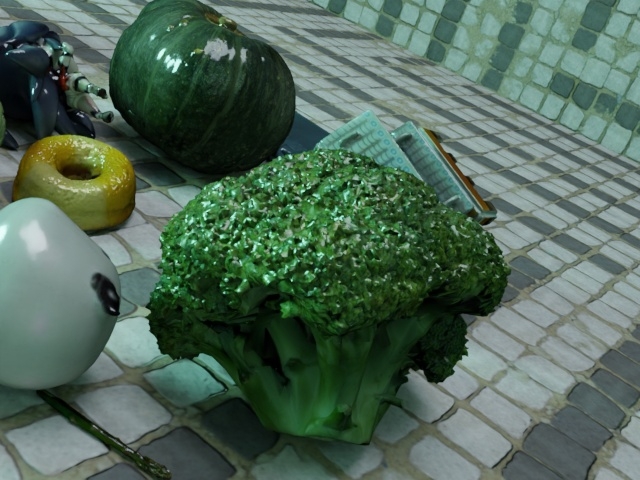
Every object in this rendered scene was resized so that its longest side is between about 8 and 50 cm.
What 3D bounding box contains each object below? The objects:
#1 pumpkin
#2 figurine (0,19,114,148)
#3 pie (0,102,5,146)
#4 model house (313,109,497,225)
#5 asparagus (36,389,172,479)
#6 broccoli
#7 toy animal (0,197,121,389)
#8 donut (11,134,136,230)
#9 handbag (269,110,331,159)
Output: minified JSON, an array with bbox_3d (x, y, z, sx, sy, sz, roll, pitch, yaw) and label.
[{"bbox_3d":[-0.205,-0.264,1.347,0.291,0.257,0.328,18,22,-41],"label":"pumpkin"},{"bbox_3d":[-0.448,-0.248,1.242,0.196,0.175,0.265,1,23,-27],"label":"figurine"},{"bbox_3d":[-0.534,-0.148,0.964,0.276,0.079,0.277,6,54,-8],"label":"pie"},{"bbox_3d":[0.112,-0.051,1.165,0.215,0.198,0.224,-1,54,-54],"label":"model house"},{"bbox_3d":[-0.206,0.180,0.734,0.166,0.013,0.016,28,48,18],"label":"asparagus"},{"bbox_3d":[0.004,0.053,0.831,0.321,0.310,0.413,34,-7,15],"label":"broccoli"},{"bbox_3d":[-0.305,0.047,0.732,0.235,0.187,0.165,11,50,-13],"label":"toy animal"},{"bbox_3d":[-0.342,-0.088,1.101,0.174,0.075,0.190,20,25,-2],"label":"donut"},{"bbox_3d":[-0.067,-0.196,1.559,0.229,0.062,0.179,37,32,31],"label":"handbag"}]
